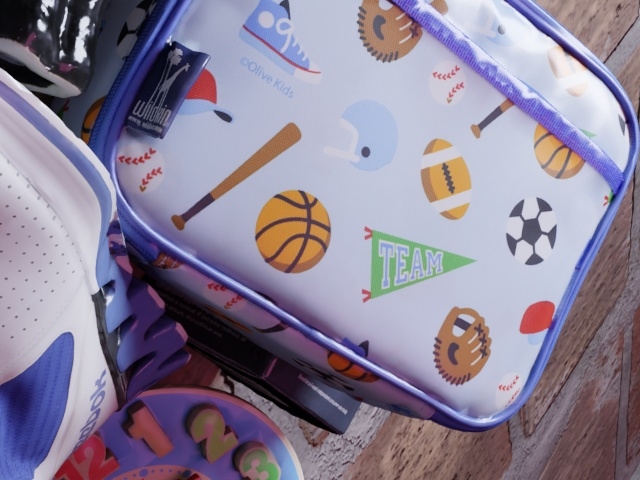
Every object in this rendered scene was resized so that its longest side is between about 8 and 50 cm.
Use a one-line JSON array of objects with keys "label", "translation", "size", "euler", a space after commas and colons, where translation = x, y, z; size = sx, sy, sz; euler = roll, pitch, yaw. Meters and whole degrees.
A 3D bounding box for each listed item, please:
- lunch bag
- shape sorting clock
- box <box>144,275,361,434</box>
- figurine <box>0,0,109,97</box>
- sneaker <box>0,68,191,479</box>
[{"label": "lunch bag", "translation": [0.020, -0.058, 0.626], "size": [0.303, 0.115, 0.243], "euler": [35, 78, -28]}, {"label": "shape sorting clock", "translation": [-0.100, 0.178, 0.692], "size": [0.206, 0.040, 0.206], "euler": [-8, 110, -23]}, {"label": "box", "translation": [0.000, 0.000, 0.781], "size": [0.207, 0.108, 0.153], "euler": [-59, 153, -11]}, {"label": "figurine", "translation": [-0.127, -0.190, 0.433], "size": [0.215, 0.092, 0.210], "euler": [38, 71, -62]}, {"label": "sneaker", "translation": [-0.168, 0.047, 0.501], "size": [0.182, 0.127, 0.315], "euler": [-56, 154, -20]}]
